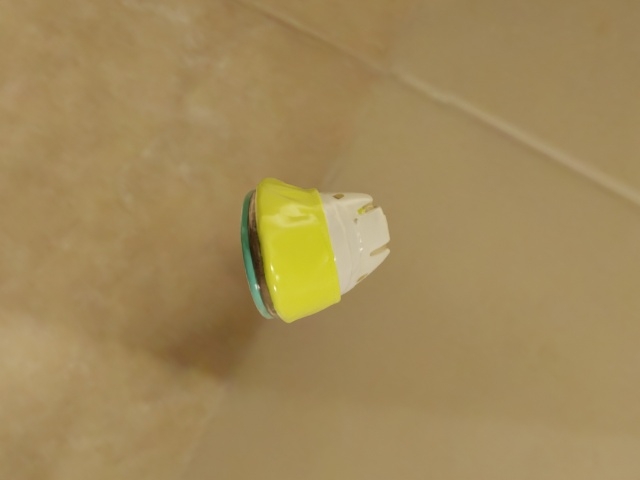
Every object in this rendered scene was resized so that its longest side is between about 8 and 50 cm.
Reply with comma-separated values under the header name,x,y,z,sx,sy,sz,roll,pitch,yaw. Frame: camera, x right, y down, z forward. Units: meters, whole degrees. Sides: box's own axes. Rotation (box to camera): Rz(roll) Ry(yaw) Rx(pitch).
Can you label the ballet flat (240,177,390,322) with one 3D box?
name,x,y,z,sx,sy,sz,roll,pitch,yaw
ballet flat,0.000,0.000,0.965,0.077,0.231,0.077,-12,90,1
